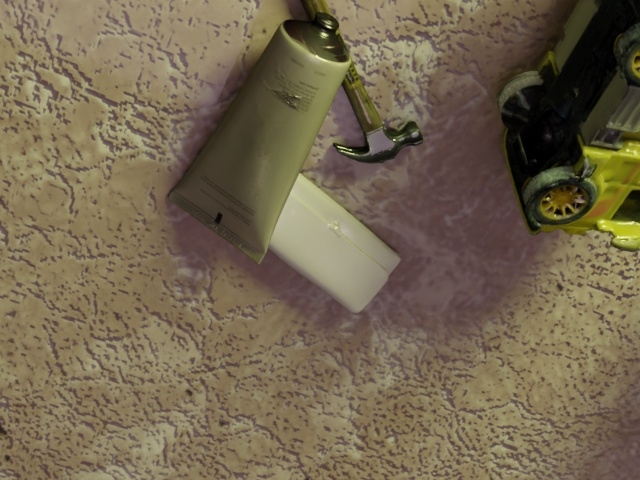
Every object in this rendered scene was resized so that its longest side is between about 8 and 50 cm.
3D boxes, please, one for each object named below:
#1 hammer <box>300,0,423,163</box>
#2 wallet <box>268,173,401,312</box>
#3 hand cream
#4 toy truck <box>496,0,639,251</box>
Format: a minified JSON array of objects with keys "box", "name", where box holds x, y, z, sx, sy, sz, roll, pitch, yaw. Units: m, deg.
[{"box":[0.010,-0.133,0.941,0.062,0.017,0.182,-27,114,4],"name":"hammer"},{"box":[0.000,0.000,0.996,0.122,0.025,0.061,39,97,-22],"name":"wallet"},{"box":[-0.037,-0.078,0.930,0.087,0.054,0.186,36,116,9],"name":"hand cream"},{"box":[0.236,-0.119,0.877,0.157,0.124,0.272,9,135,-18],"name":"toy truck"}]
